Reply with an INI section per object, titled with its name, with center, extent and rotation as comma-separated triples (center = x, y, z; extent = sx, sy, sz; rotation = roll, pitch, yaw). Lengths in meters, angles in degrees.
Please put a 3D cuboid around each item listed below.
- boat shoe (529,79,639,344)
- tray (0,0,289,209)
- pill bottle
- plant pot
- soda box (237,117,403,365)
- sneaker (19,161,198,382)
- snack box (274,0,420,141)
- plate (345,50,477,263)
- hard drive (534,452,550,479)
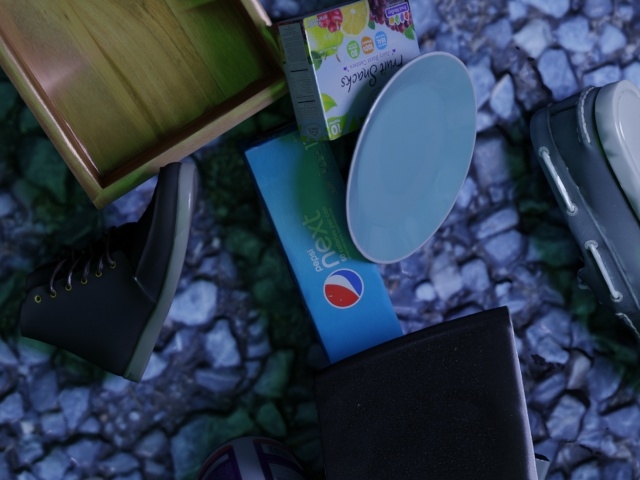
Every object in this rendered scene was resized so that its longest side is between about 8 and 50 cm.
[boat shoe]
center = 0.281, 0.006, 1.137
extent = 0.099, 0.116, 0.319
rotation = -8, 117, 36
[tray]
center = -0.206, -0.252, 0.991
extent = 0.203, 0.076, 0.411
rotation = -32, 106, -3
[pill bottle]
center = -0.049, 0.249, 1.058
extent = 0.108, 0.193, 0.108
rotation = -2, 102, -9
[plant pot]
center = 0.083, 0.173, 1.053
extent = 0.167, 0.187, 0.188
rotation = -8, 77, -1
[soda box]
center = 0.000, 0.000, 1.082
extent = 0.071, 0.067, 0.210
rotation = -23, 104, -4
[sneaker]
center = -0.176, 0.021, 1.016
extent = 0.118, 0.083, 0.222
rotation = 17, 123, -9
[snack box]
center = 0.029, -0.148, 1.032
extent = 0.141, 0.037, 0.100
rotation = -28, 111, -45
[plate]
center = 0.073, -0.071, 1.055
extent = 0.188, 0.024, 0.188
rotation = -31, 133, -41
[hard drive]
center = 0.154, 0.259, 1.186
extent = 0.094, 0.022, 0.135
rotation = 16, 98, -13
